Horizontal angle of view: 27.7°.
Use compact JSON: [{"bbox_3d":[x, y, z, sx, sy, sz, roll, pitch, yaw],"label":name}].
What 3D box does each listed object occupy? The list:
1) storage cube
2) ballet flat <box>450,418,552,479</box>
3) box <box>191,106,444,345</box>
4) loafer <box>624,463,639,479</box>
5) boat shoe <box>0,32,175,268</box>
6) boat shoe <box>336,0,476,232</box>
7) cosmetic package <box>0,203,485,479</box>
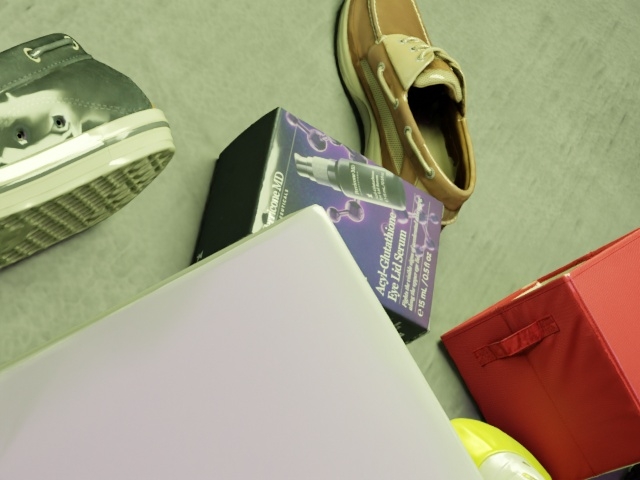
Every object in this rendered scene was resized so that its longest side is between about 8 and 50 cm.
[{"bbox_3d":[0.275,0.122,1.320,0.215,0.184,0.193,-25,85,-45],"label":"storage cube"},{"bbox_3d":[0.206,0.257,1.249,0.231,0.077,0.077,46,78,-11],"label":"ballet flat"},{"bbox_3d":[0.000,0.000,1.214,0.207,0.108,0.153,28,52,-25],"label":"box"},{"bbox_3d":[0.353,0.363,1.279,0.130,0.134,0.366,43,46,-12],"label":"loafer"},{"bbox_3d":[-0.313,-0.043,0.936,0.156,0.187,0.500,54,40,6],"label":"boat shoe"},{"bbox_3d":[0.105,-0.158,1.384,0.123,0.116,0.324,7,62,-37],"label":"boat shoe"},{"bbox_3d":[-0.110,0.234,0.732,0.327,0.394,0.329,-29,87,-24],"label":"cosmetic package"}]
